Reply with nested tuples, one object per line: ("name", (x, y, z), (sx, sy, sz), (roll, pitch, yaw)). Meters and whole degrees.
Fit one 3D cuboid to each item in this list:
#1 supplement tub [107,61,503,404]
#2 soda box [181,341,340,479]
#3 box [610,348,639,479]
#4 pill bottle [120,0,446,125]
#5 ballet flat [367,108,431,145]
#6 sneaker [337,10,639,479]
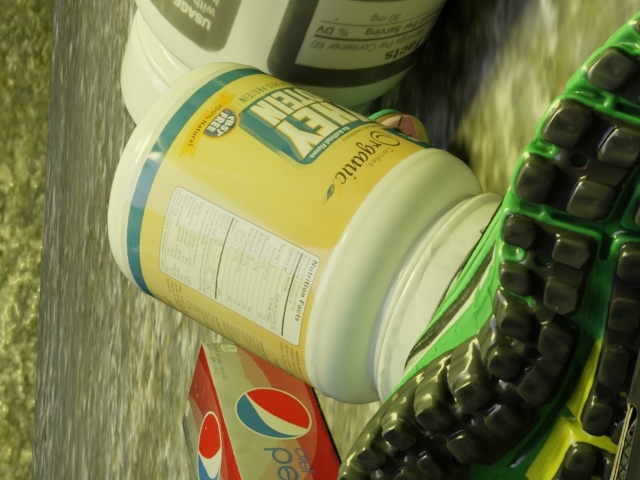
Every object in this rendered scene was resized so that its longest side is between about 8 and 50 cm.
("supplement tub", (0.000, 0.000, 0.695), (0.199, 0.144, 0.144), (26, 117, 25))
("soda box", (-0.035, 0.189, 0.947), (0.263, 0.083, 0.092), (-115, 35, -52))
("box", (0.199, 0.046, 0.270), (0.295, 0.073, 0.293), (24, 106, 53))
("pill bottle", (-0.003, -0.211, 0.776), (0.361, 0.204, 0.204), (117, 151, -44))
("ballet flat", (0.035, 0.011, 0.831), (0.079, 0.077, 0.221), (61, 150, 27))
("sneaker", (0.117, 0.004, 0.508), (0.343, 0.134, 0.146), (-53, 5, 36))
